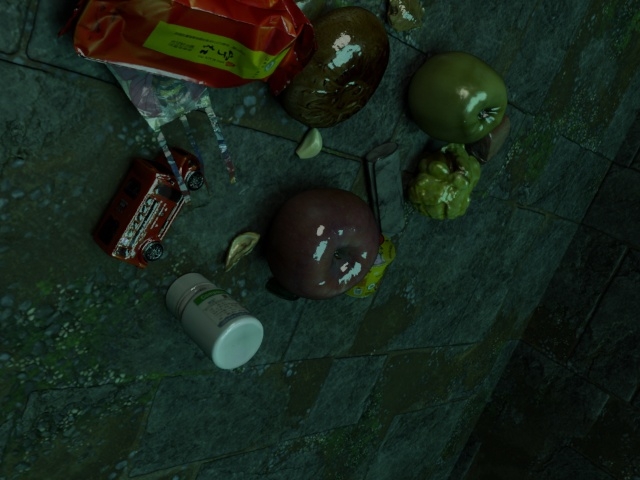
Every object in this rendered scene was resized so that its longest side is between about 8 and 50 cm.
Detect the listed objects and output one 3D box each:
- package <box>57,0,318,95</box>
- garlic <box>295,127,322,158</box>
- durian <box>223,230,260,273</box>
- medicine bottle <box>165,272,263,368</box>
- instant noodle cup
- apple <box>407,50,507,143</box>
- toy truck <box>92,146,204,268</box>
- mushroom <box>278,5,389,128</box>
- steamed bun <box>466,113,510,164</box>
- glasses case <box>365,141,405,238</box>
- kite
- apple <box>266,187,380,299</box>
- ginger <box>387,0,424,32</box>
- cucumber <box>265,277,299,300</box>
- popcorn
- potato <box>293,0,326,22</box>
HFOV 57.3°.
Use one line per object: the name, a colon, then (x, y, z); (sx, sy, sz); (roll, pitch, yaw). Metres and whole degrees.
package: (-0.211, -0.371, 1.014); (0.424, 0.123, 0.196); (3, 157, -37)
garlic: (-0.024, -0.236, 1.455); (0.083, 0.041, 0.053); (-51, 136, 5)
durian: (-0.194, 0.029, 1.441); (0.130, 0.066, 0.052); (-45, 140, 1)
medicine bottle: (-0.249, 0.178, 1.348); (0.139, 0.237, 0.139); (-24, 130, -32)
instant noodle cup: (0.114, 0.070, 1.706); (0.182, 0.182, 0.144); (-22, 138, -35)
apple: (0.373, -0.387, 1.609); (0.263, 0.262, 0.262); (-25, 131, -32)
toy truck: (-0.345, -0.077, 1.181); (0.114, 0.108, 0.252); (26, 96, -52)
mushroom: (0.035, -0.373, 1.291); (0.278, 0.163, 0.297); (-37, 165, -31)
steamed bun: (0.544, -0.342, 1.915); (0.145, 0.106, 0.175); (-45, 153, -22)
glasses case: (0.196, -0.140, 1.724); (0.114, 0.060, 0.299); (-36, 136, -23)
kite: (-0.267, -0.253, 1.114); (0.204, 0.022, 0.360); (-35, 115, -32)
apple: (0.000, 0.000, 1.484); (0.306, 0.235, 0.305); (-20, 126, -31)
ginger: (0.188, -0.572, 1.425); (0.165, 0.067, 0.096); (37, 87, -38)
cucumber: (-0.096, 0.137, 1.588); (0.048, 0.105, 0.048); (-30, 130, -42)
popcorn: (0.378, -0.170, 1.800); (0.256, 0.195, 0.254); (-31, 144, -27)
potato: (-0.067, -0.453, 1.215); (0.261, 0.100, 0.120); (-33, 135, -25)
